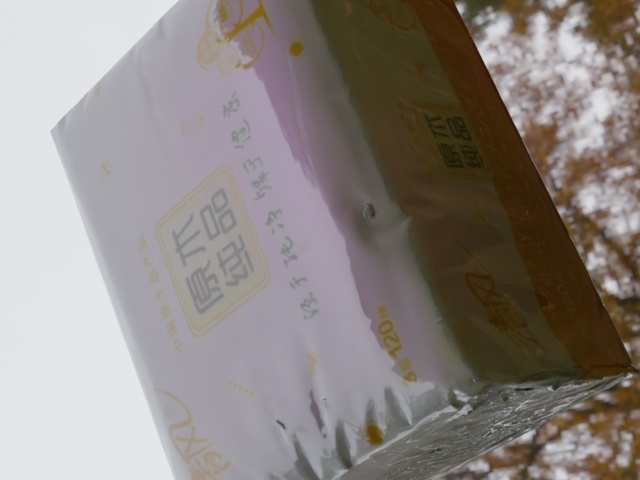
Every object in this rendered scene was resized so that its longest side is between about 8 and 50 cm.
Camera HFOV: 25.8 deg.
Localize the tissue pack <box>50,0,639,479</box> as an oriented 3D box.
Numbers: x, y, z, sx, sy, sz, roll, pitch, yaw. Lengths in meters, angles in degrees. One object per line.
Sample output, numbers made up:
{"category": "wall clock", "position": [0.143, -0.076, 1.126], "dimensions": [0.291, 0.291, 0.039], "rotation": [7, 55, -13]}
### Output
{"category": "tissue pack", "position": [0.000, 0.000, 0.624], "dimensions": [0.124, 0.185, 0.225], "rotation": [-2, -118, -46]}
